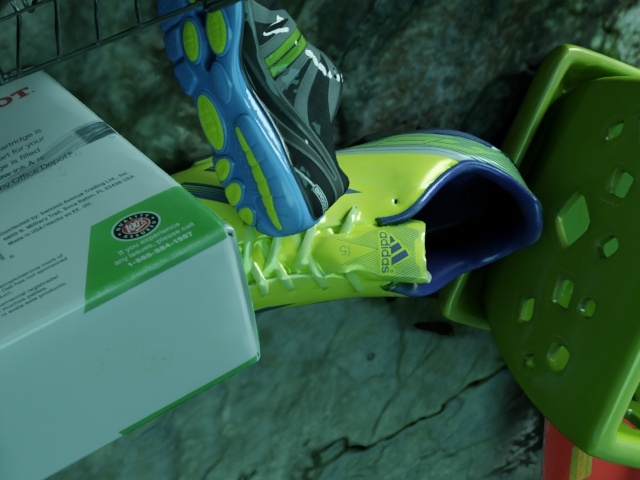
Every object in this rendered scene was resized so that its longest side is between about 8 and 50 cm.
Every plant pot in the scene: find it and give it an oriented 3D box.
[{"bbox_3d":[0.224,0.009,1.128,0.227,0.207,0.228,14,104,-40],"label":"plant pot"}]

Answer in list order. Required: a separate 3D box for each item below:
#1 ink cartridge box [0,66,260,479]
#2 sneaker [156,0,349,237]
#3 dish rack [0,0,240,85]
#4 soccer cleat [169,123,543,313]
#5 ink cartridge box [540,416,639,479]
[{"bbox_3d":[-0.150,0.013,0.863,0.153,0.208,0.087,-28,130,-20],"label":"ink cartridge box"},{"bbox_3d":[-0.033,-0.097,0.965,0.078,0.067,0.188,-27,104,-42],"label":"sneaker"},{"bbox_3d":[-0.138,-0.176,0.829,0.271,0.074,0.208,-21,125,11],"label":"dish rack"},{"bbox_3d":[0.000,-0.001,1.019,0.289,0.121,0.093,-17,122,-28],"label":"soccer cleat"},{"bbox_3d":[0.264,0.229,1.318,0.261,0.066,0.296,-19,118,-42],"label":"ink cartridge box"}]
